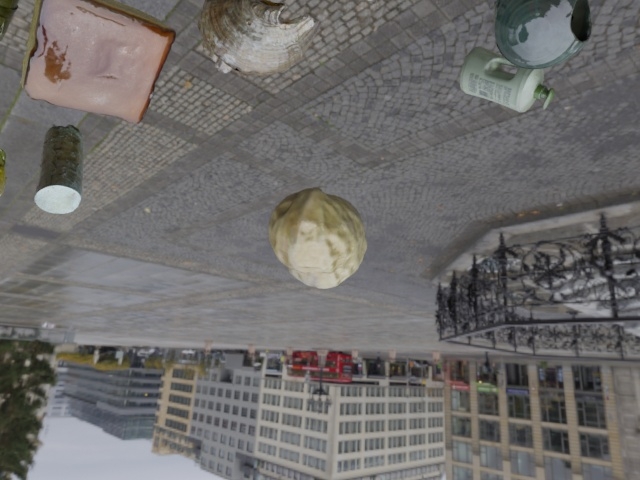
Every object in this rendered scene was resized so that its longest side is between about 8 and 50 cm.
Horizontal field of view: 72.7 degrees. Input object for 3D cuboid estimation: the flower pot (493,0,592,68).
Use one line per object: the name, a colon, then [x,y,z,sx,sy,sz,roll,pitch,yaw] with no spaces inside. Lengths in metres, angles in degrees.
flower pot: [0.412,-0.424,0.802,0.157,0.243,0.189,5,132,31]

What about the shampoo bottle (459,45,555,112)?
shampoo bottle: [0.463,-0.389,1.067,0.087,0.234,0.118,-20,132,-30]

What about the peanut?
peanut: [0.000,0.000,0.708,0.152,0.152,0.313,2,171,5]

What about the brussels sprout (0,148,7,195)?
brussels sprout: [-0.691,-0.129,0.860,0.101,0.180,0.139,11,176,-24]

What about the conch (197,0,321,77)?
conch: [-0.152,-0.532,1.151,0.298,0.352,0.209,-12,129,-30]

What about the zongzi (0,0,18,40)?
zongzi: [-0.895,-0.634,1.059,0.125,0.250,0.274,39,-164,19]

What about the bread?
bread: [-0.625,-0.516,1.224,0.333,0.143,0.323,2,133,-43]

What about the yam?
yam: [-0.620,-0.180,1.042,0.093,0.259,0.093,-14,142,-11]
